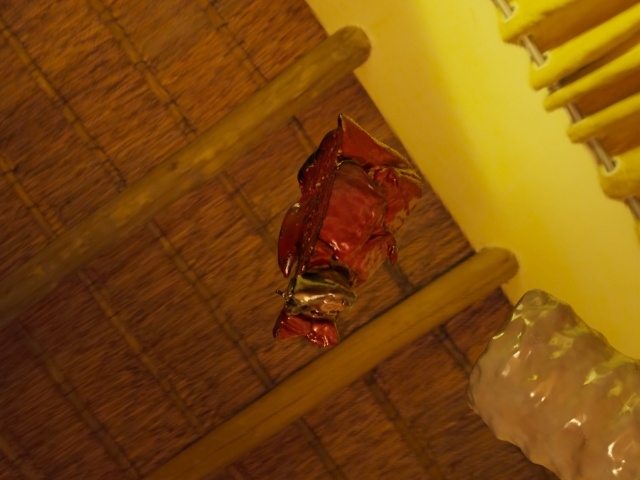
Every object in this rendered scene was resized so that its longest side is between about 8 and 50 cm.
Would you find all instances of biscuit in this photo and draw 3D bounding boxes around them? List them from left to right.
[{"bbox_3d":[0.151,0.100,0.293,0.219,0.061,0.055,35,-177,21],"label":"biscuit"}]

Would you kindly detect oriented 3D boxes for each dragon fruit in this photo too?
[{"bbox_3d":[-0.005,-0.007,0.699,0.192,0.122,0.092,-67,-28,-16],"label":"dragon fruit"}]
